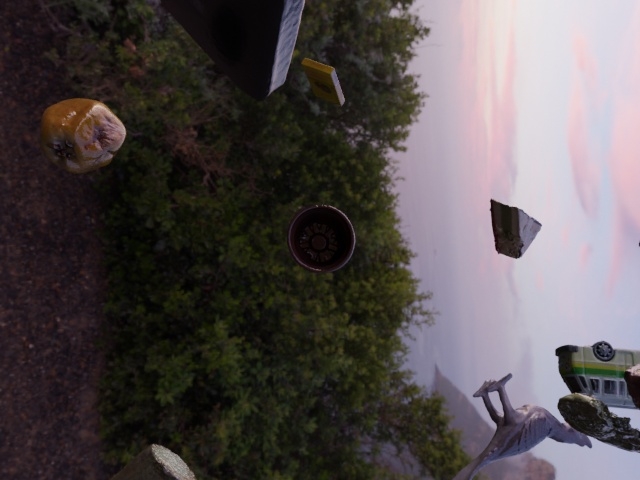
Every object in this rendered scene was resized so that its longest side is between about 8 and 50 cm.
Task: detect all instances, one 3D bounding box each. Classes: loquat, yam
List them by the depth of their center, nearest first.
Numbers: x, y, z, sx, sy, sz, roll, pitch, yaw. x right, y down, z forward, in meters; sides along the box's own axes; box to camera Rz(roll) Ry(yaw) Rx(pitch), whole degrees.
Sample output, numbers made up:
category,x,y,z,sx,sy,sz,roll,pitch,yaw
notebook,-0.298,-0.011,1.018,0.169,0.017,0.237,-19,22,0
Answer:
category,x,y,z,sx,sy,sz,roll,pitch,yaw
yam,-0.203,0.280,0.575,0.069,0.146,0.069,48,9,-10
loquat,-0.397,-0.172,0.874,0.113,0.137,0.137,-52,-163,39

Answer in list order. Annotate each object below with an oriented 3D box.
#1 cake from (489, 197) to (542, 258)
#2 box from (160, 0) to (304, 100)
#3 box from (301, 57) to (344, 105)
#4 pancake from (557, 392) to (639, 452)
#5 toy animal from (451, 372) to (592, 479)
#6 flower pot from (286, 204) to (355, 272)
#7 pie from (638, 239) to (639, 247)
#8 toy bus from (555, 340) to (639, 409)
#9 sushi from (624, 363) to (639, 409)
category,x,y,z,sx,sy,sz,roll,pitch,yaw
cake,0.504,-0.056,1.351,0.117,0.086,0.220,-47,139,-20
box,-0.132,-0.349,0.638,0.290,0.073,0.289,49,-21,7
box,0.009,-0.403,1.351,0.023,0.087,0.155,-65,163,-9
pancake,0.365,0.237,0.669,0.022,0.129,0.116,-55,-177,-21
toy animal,0.401,0.392,1.118,0.081,0.367,0.205,128,-52,-67
flower pot,0.000,0.000,0.880,0.089,0.111,0.111,102,-16,-86
pie,0.797,-0.017,1.271,0.084,0.021,0.084,-36,148,-28
toy bus,0.773,0.354,1.377,0.133,0.276,0.164,68,25,-70
sushi,0.733,0.285,1.071,0.161,0.241,0.107,-33,-113,58
